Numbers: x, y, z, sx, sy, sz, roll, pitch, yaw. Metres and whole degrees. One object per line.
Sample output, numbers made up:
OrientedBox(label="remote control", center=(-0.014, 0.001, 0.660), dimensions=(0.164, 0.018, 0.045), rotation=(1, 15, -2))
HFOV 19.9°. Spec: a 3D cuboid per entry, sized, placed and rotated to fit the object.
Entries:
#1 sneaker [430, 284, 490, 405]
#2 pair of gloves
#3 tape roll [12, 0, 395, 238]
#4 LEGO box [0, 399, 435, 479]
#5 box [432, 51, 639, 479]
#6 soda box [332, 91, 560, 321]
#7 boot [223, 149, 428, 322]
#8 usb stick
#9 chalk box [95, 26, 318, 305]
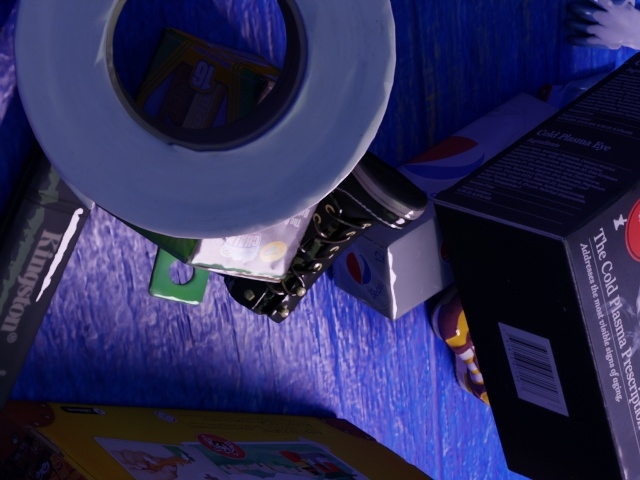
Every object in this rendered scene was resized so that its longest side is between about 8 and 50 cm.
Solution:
OrientedBox(label="sneaker", center=(0.182, 0.119, 1.985), dimensions=(0.069, 0.084, 0.185), rotation=(-46, 141, -15))
OrientedBox(label="pair of gloves", center=(0.299, -0.191, 1.956), dimensions=(0.159, 0.023, 0.198), rotation=(3, 113, -49))
OrientedBox(label="tape roll", center=(-0.090, -0.146, 1.376), dimensions=(0.286, 0.100, 0.286), rotation=(-1, 101, -8))
OrientedBox(label="LEGO box", center=(-0.043, 0.318, 1.641), dimensions=(0.500, 0.372, 0.193), rotation=(10, 107, -49))
OrientedBox(label="box", center=(0.314, 0.040, 1.811), dimensions=(0.312, 0.179, 0.343), rotation=(-36, 124, -29))
OrientedBox(label="soda box", center=(0.141, -0.039, 1.829), dimensions=(0.286, 0.091, 0.098), rotation=(-32, 134, -30))
OrientedBox(label="boot", center=(0.001, 0.001, 1.614), dimensions=(0.085, 0.236, 0.178), rotation=(32, 95, -19))
OrientedBox(label="usb stick", center=(-0.241, 0.018, 1.488), dimensions=(0.077, 0.045, 0.278), rotation=(14, 104, -51))
OrientedBox(label="chalk box", center=(-0.090, -0.050, 1.541), dimensions=(0.132, 0.132, 0.213), rotation=(14, 105, -52))
